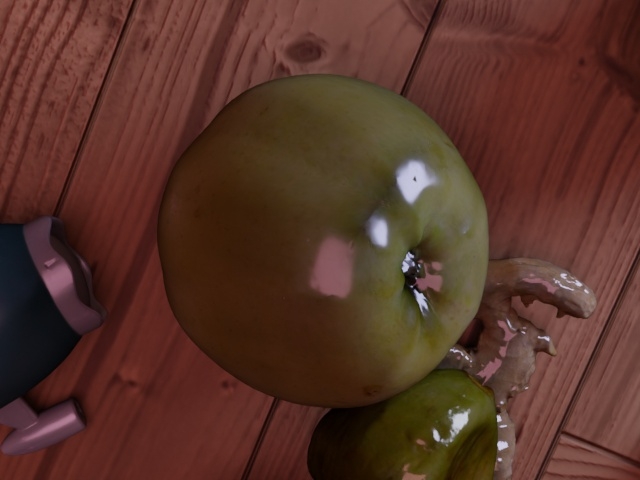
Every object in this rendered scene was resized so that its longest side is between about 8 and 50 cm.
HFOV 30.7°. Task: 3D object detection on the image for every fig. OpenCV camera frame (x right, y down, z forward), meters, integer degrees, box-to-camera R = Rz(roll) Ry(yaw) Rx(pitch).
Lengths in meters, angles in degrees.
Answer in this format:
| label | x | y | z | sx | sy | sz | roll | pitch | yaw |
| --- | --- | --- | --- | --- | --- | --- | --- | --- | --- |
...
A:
| label | x | y | z | sx | sy | sz | roll | pitch | yaw |
| --- | --- | --- | --- | --- | --- | --- | --- | --- | --- |
| fig | 0.078 | 0.181 | 0.965 | 0.144 | 0.154 | 0.165 | 32 | 106 | -34 |

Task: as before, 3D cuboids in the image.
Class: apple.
| label | x | y | z | sx | sy | sz | roll | pitch | yaw |
| --- | --- | --- | --- | --- | --- | --- | --- | --- | --- |
| apple | 0.000 | 0.000 | 0.923 | 0.262 | 0.262 | 0.262 | 0 | 98 | 3 |

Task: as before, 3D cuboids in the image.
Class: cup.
| label | x | y | z | sx | sy | sz | roll | pitch | yaw |
| --- | --- | --- | --- | --- | --- | --- | --- | --- | --- |
| cup | -0.283 | 0.061 | 0.998 | 0.173 | 0.167 | 0.299 | -28 | 122 | -4 |

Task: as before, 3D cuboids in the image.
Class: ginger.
| label | x | y | z | sx | sy | sz | roll | pitch | yaw |
| --- | --- | --- | --- | --- | --- | --- | --- | --- | --- |
| ginger | 0.129 | 0.124 | 1.036 | 0.149 | 0.065 | 0.258 | 25 | 107 | 11 |
